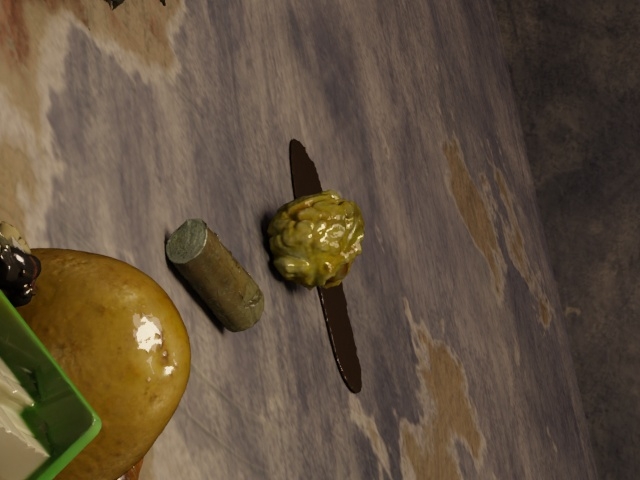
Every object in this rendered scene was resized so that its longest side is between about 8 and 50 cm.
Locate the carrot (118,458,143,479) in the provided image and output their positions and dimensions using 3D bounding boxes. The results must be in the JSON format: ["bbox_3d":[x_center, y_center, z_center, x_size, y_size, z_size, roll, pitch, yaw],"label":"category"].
[{"bbox_3d":[-0.155,0.154,1.543,0.191,0.047,0.047,-75,142,-64],"label":"carrot"}]

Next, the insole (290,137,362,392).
[{"bbox_3d":[0.005,0.026,2.278,0.111,0.007,0.328,34,39,-62],"label":"insole"}]

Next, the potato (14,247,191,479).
[{"bbox_3d":[-0.169,0.090,1.393,0.178,0.158,0.203,38,40,-60],"label":"potato"}]

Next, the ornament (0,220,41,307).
[{"bbox_3d":[-0.233,-0.039,1.283,0.196,0.153,0.166,55,22,-27],"label":"ornament"}]

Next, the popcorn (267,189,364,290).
[{"bbox_3d":[0.000,0.000,2.117,0.121,0.106,0.116,54,13,-44],"label":"popcorn"}]

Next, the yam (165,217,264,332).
[{"bbox_3d":[-0.099,0.036,1.849,0.132,0.054,0.054,54,23,-44],"label":"yam"}]

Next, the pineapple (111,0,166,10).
[{"bbox_3d":[-0.182,-0.362,1.925,0.130,0.119,0.277,81,4,-53],"label":"pineapple"}]

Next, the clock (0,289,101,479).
[{"bbox_3d":[-0.266,0.025,1.043,0.220,0.106,0.255,46,-1,33],"label":"clock"}]
